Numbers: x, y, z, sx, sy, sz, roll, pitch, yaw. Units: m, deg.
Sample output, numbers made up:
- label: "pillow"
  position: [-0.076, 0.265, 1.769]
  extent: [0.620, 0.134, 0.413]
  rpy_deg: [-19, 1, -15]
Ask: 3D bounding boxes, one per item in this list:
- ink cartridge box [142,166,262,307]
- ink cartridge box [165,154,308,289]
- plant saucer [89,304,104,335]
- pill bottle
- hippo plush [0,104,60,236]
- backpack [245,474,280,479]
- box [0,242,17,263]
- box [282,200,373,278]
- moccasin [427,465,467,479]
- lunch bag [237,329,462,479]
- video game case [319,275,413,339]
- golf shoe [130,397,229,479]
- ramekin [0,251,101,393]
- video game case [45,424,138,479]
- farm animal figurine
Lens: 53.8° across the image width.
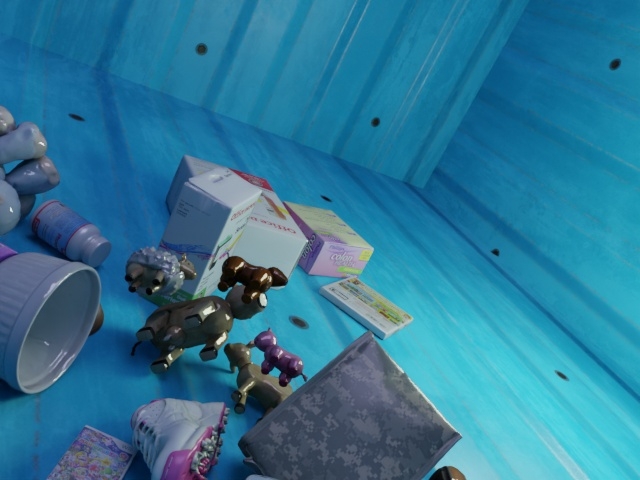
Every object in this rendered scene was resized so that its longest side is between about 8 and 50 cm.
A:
- label: "ink cartridge box"
  position: [-0.255, -0.001, 1.370]
  extent: [0.117, 0.278, 0.201]
  rpy_deg: [28, 20, 4]
- label: "ink cartridge box"
  position: [-0.237, -0.057, 1.714]
  extent: [0.279, 0.160, 0.384]
  rpy_deg: [16, 22, -31]
- label: "plant saucer"
  position: [-0.490, 0.106, 1.153]
  extent: [0.199, 0.036, 0.198]
  rpy_deg: [23, 19, -9]
- label: "pill bottle"
  position: [-0.524, -0.012, 1.330]
  extent: [0.160, 0.087, 0.087]
  rpy_deg: [32, 20, 12]
- label: "hippo plush"
  position: [-0.670, -0.131, 1.220]
  extent: [0.294, 0.234, 0.236]
  rpy_deg: [20, 20, -21]
- label: "backpack"
  position: [-0.029, 0.419, 0.730]
  extent: [0.263, 0.213, 0.276]
  rpy_deg: [29, 16, -21]
- label: "box"
  position: [-0.633, 0.025, 0.925]
  extent: [0.293, 0.201, 0.057]
  rpy_deg: [29, -13, 5]
- label: "box"
  position: [0.000, 0.000, 1.951]
  extent: [0.213, 0.117, 0.243]
  rpy_deg: [8, 26, -44]
- label: "moccasin"
  position: [0.247, 0.508, 0.941]
  extent: [0.147, 0.139, 0.380]
  rpy_deg: [19, 21, -20]
- label: "lunch bag"
  position: [0.038, 0.332, 1.011]
  extent: [0.287, 0.169, 0.235]
  rpy_deg: [-33, 72, -30]
- label: "video game case"
  position: [0.133, 0.186, 1.792]
  extent: [0.227, 0.026, 0.206]
  rpy_deg: [34, 20, 21]
- label: "golf shoe"
  position: [-0.213, 0.289, 0.885]
  extent: [0.140, 0.115, 0.306]
  rpy_deg: [15, -6, -1]
- label: "ramekin"
  position: [-0.437, 0.116, 0.956]
  extent: [0.109, 0.207, 0.207]
  rpy_deg: [21, 19, 6]
- label: "video game case"
  position: [-0.317, 0.315, 0.884]
  extent: [0.087, 0.011, 0.122]
  rpy_deg: [26, 19, -4]
- label: "farm animal figurine"
  position: [-0.177, 0.164, 1.161]
  extent: [0.327, 0.330, 0.172]
  rpy_deg: [1, 20, 9]
